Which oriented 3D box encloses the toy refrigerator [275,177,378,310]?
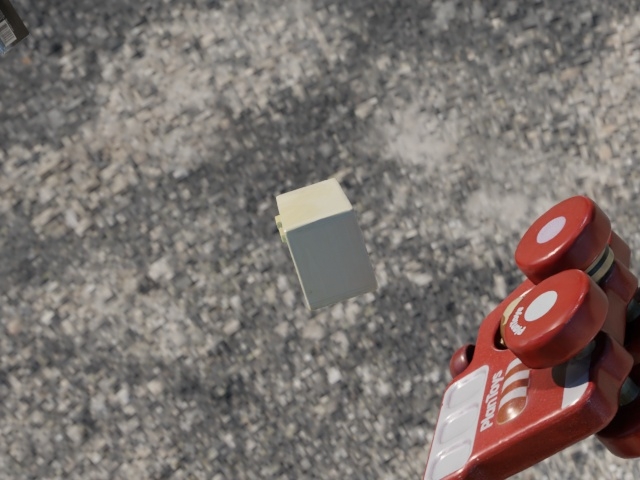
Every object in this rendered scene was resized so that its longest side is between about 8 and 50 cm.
[{"bbox_3d":[0.000,0.000,1.604,0.094,0.102,0.269,-18,11,0],"label":"toy refrigerator"}]

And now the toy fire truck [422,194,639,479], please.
[{"bbox_3d":[0.218,0.115,1.307,0.254,0.169,0.302,-34,21,31],"label":"toy fire truck"}]

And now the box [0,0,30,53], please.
[{"bbox_3d":[-0.262,-0.187,0.874,0.094,0.137,0.027,5,42,46],"label":"box"}]
